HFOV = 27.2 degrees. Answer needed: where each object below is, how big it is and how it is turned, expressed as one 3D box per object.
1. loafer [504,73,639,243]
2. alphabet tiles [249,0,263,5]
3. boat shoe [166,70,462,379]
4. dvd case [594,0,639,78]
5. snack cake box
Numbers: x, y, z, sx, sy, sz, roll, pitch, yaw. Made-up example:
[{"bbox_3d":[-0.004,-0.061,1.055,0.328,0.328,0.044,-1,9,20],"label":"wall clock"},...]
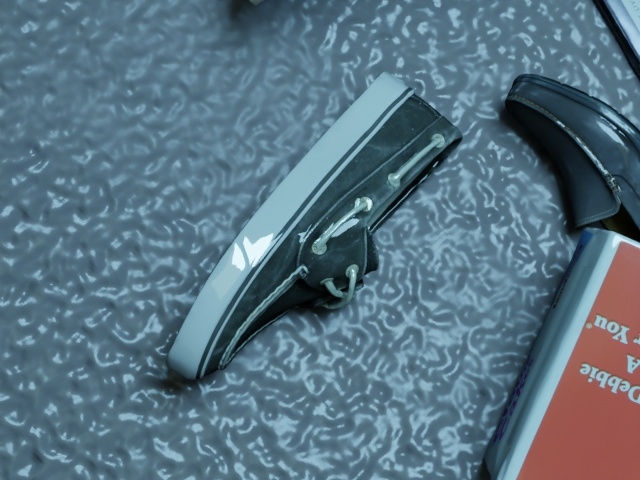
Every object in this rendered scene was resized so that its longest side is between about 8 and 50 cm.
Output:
[{"bbox_3d":[0.172,-0.031,0.785,0.170,0.062,0.061,40,81,7],"label":"loafer"},{"bbox_3d":[0.014,-0.278,0.763,0.009,0.198,0.237,22,47,-42],"label":"alphabet tiles"},{"bbox_3d":[0.000,0.000,0.753,0.070,0.078,0.219,38,75,6],"label":"boat shoe"},{"bbox_3d":[0.289,-0.170,0.848,0.221,0.018,0.164,-26,80,-10],"label":"dvd case"},{"bbox_3d":[0.241,0.113,0.723,0.264,0.089,0.152,24,93,1],"label":"snack cake box"}]
